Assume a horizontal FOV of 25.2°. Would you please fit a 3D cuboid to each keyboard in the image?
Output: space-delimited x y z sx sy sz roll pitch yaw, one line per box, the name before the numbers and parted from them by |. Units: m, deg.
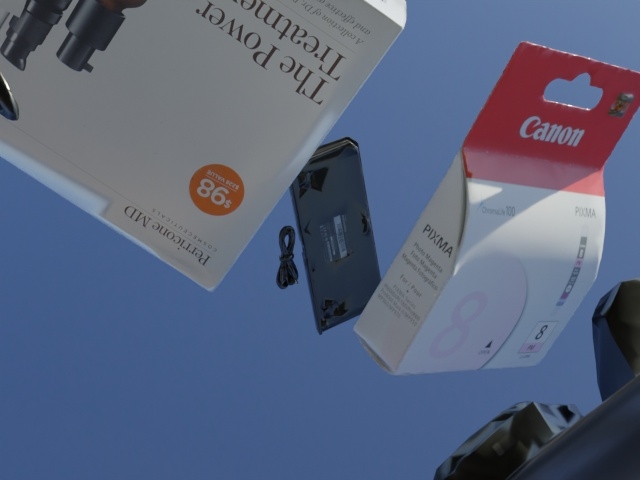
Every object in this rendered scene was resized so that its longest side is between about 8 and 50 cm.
keyboard | 0.000 0.000 1.348 0.108 0.180 0.023 -24 -153 -26

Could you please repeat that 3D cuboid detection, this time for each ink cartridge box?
ink cartridge box | 0.145 -0.012 0.995 0.066 0.189 0.232 48 -63 31

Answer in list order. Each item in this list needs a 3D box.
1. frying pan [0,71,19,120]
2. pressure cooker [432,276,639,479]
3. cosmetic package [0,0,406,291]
frying pan | -0.307 -0.205 0.939 0.053 0.197 0.326 -28 -83 -21
pressure cooker | 0.196 0.171 0.377 0.375 0.420 0.370 36 -124 2
cosmetic package | -0.163 -0.177 1.169 0.377 0.284 0.097 33 -158 -8
